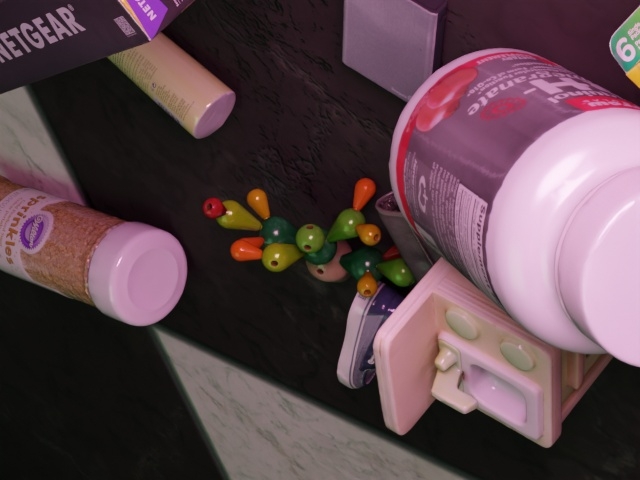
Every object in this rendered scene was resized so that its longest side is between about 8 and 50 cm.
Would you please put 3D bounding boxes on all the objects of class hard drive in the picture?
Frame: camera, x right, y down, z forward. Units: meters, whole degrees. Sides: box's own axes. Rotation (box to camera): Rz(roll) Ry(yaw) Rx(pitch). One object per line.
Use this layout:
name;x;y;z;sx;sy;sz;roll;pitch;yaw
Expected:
hard drive;0.062;-0.177;1.527;0.094;0.022;0.135;33;153;19

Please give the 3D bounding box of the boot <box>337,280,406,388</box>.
boot;0.072;0.118;1.918;0.086;0.069;0.190;28;152;14

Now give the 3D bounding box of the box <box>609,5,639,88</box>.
box;0.289;-0.106;1.213;0.179;0.105;0.043;43;156;2

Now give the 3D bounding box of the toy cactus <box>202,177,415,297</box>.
toy cactus;0.000;0.000;1.813;0.219;0.112;0.180;7;170;13

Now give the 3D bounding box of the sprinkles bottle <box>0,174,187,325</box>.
sprinkles bottle;-0.323;0.008;2.253;0.355;0.121;0.121;17;145;43

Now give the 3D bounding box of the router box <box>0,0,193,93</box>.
router box;-0.151;-0.243;1.476;0.081;0.243;0.309;52;154;-18

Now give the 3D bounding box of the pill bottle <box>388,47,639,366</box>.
pill bottle;0.180;-0.023;1.295;0.176;0.176;0.318;55;176;-25

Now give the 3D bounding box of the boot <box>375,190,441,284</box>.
boot;0.105;0.044;1.703;0.189;0.076;0.208;-20;128;23

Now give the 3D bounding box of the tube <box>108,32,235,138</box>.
tube;-0.189;-0.200;1.822;0.240;0.062;0.070;40;111;17

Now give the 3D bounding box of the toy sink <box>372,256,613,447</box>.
toy sink;0.170;0.073;1.515;0.131;0.234;0.153;29;151;27
